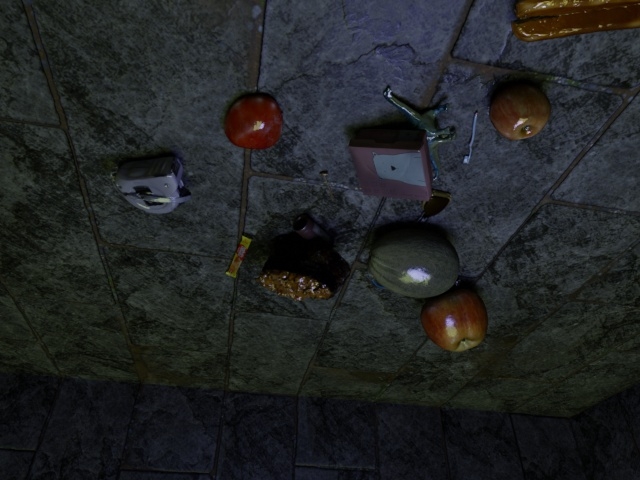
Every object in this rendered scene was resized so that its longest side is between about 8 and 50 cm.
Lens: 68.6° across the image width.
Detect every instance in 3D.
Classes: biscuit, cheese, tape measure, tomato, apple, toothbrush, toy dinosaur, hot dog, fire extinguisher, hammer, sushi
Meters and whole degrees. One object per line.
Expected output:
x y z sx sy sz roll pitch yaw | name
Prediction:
-0.322 0.063 1.852 0.048 0.026 0.292 29 138 -3 | biscuit
0.379 -0.106 1.608 0.086 0.036 0.162 7 142 -13 | cheese
-0.528 -0.169 1.484 0.236 0.120 0.197 -3 144 12 | tape measure
-0.190 -0.318 1.309 0.167 0.082 0.174 6 144 -6 | tomato
0.570 0.341 1.970 0.278 0.249 0.309 -28 164 38 | apple
0.526 -0.334 1.233 0.147 0.130 0.146 -4 145 -3 | apple
0.442 -0.298 1.377 0.019 0.013 0.193 5 144 9 | toothbrush
0.310 -0.301 1.331 0.147 0.076 0.363 -4 143 34 | toy dinosaur
0.595 -0.520 1.021 0.338 0.100 0.135 -5 150 9 | hot dog
0.000 0.000 1.707 0.071 0.099 0.231 -49 129 -1 | fire extinguisher
0.025 -0.182 1.539 0.029 0.014 0.123 -2 146 17 | hammer
-0.051 0.126 1.711 0.349 0.207 0.234 6 147 45 | sushi

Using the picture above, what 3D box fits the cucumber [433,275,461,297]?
0.524 0.201 1.996 0.182 0.053 0.053 -29 134 35 | cucumber

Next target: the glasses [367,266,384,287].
0.298 0.132 1.921 0.190 0.088 0.220 -10 161 12 | glasses

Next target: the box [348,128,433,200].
0.214 -0.221 1.371 0.215 0.086 0.215 9 147 27 | box

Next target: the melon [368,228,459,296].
0.335 0.080 1.682 0.330 0.248 0.248 9 142 -6 | melon
